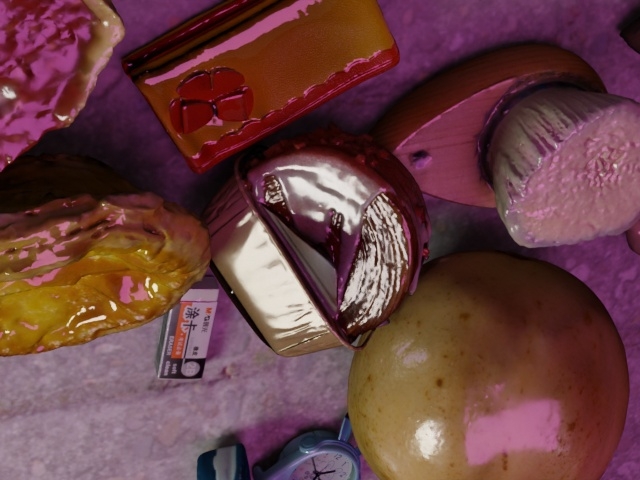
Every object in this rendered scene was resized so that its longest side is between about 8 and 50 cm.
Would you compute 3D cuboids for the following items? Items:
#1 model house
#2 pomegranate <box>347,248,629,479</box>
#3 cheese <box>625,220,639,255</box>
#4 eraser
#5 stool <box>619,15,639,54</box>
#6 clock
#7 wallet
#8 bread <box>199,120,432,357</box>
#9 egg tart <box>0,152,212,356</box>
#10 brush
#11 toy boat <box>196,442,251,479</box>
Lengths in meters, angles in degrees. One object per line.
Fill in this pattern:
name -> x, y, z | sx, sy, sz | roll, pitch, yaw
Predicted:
model house -> -0.272, -0.172, 1.004 | 0.254, 0.196, 0.160 | -33, 126, 2
pomegranate -> 0.179, 0.170, 1.307 | 0.319, 0.319, 0.319 | -9, 124, -13
cheese -> 0.452, -0.017, 1.323 | 0.093, 0.263, 0.159 | -52, 144, -31
eraser -> -0.143, 0.095, 1.319 | 0.052, 0.029, 0.122 | 2, 121, -20
stool -> 0.505, -0.185, 1.194 | 0.310, 0.310, 0.226 | 17, 122, -26
clock -> 0.000, 0.270, 1.472 | 0.147, 0.045, 0.108 | -41, 126, 9
wallet -> -0.049, -0.165, 1.161 | 0.241, 0.067, 0.141 | -29, 128, 1
bread -> 0.000, 0.000, 1.198 | 0.212, 0.142, 0.224 | -30, 98, 28
egg tart -> -0.266, 0.012, 1.120 | 0.341, 0.132, 0.341 | -12, 163, -4
brush -> 0.187, -0.086, 1.232 | 0.266, 0.166, 0.174 | -10, 124, -9
toy boat -> -0.105, 0.369, 1.474 | 0.062, 0.096, 0.299 | -5, 126, -3
